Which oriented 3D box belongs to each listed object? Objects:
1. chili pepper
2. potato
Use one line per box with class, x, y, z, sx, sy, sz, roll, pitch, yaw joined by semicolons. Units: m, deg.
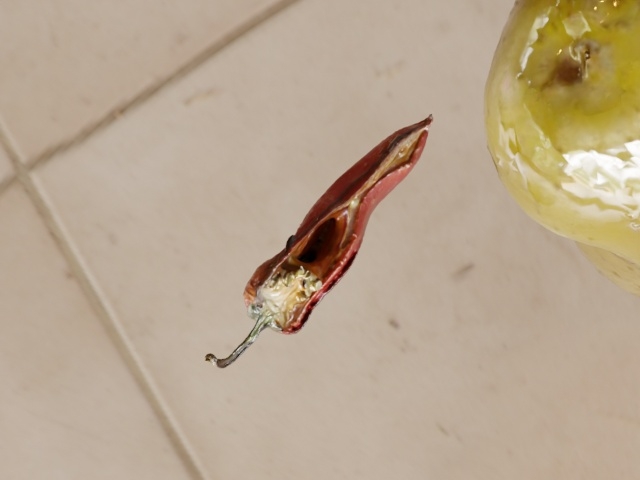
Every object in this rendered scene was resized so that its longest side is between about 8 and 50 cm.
chili pepper;0.000;0.000;1.398;0.050;0.059;0.268;-3;44;56
potato;0.181;-0.059;0.616;0.195;0.369;0.176;-13;84;36
